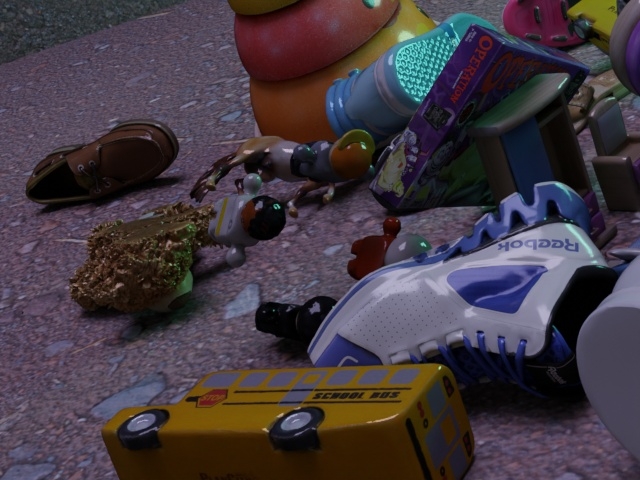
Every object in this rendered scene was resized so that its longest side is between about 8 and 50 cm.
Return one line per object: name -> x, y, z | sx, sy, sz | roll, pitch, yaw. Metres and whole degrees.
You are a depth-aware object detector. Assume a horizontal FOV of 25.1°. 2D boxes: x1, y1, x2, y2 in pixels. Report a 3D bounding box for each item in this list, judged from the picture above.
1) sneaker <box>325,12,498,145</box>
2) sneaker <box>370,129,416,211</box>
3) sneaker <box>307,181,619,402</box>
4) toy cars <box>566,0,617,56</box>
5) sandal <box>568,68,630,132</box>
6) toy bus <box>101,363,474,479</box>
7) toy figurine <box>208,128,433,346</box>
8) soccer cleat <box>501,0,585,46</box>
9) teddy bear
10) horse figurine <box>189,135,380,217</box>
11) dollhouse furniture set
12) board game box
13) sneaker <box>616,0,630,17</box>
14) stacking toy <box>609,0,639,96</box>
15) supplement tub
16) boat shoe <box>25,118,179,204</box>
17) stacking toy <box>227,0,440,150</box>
sneaker -> 0.125, -0.219, 2.045 | 0.208, 0.127, 0.319 | -28, -6, 40
sneaker -> 0.196, -0.130, 1.949 | 0.281, 0.106, 0.162 | -39, -11, 3
sneaker -> 0.150, 0.088, 1.347 | 0.315, 0.127, 0.182 | -34, 41, 2
toy cars -> 0.539, -0.303, 2.038 | 0.393, 0.087, 0.176 | -4, 46, 30
sandal -> 0.342, -0.205, 1.983 | 0.240, 0.079, 0.088 | -34, 24, -31
toy bus -> -0.038, 0.187, 1.327 | 0.332, 0.108, 0.130 | -5, 26, 34
toy figurine -> 0.000, 0.000, 1.611 | 0.213, 0.210, 0.148 | -31, 13, -23
soccer cleat -> 0.450, -0.389, 2.329 | 0.331, 0.116, 0.143 | -18, 5, 1
teddy bear -> -0.228, 0.025, 1.943 | 0.245, 0.113, 0.338 | -22, 12, -24
horse figurine -> -0.053, -0.096, 2.029 | 0.263, 0.066, 0.174 | 5, 34, 19
dollhouse furniture set -> 0.361, -0.081, 1.495 | 0.303, 0.198, 0.286 | 3, 31, 46
board game box -> 0.190, -0.132, 1.630 | 0.056, 0.208, 0.347 | 33, 16, 21
sneaker -> 0.498, -0.264, 1.910 | 0.129, 0.111, 0.297 | -22, 42, -15
stacking toy -> 0.417, -0.155, 1.465 | 0.141, 0.141, 0.330 | -21, 29, -2
supplement tub -> 0.357, 0.056, 1.168 | 0.272, 0.191, 0.191 | -34, 24, -31
boat shoe -> -0.367, -0.115, 2.404 | 0.307, 0.111, 0.104 | -16, 23, 39
stacking toy -> -0.035, -0.377, 2.149 | 0.350, 0.480, 0.351 | -22, 33, 15
